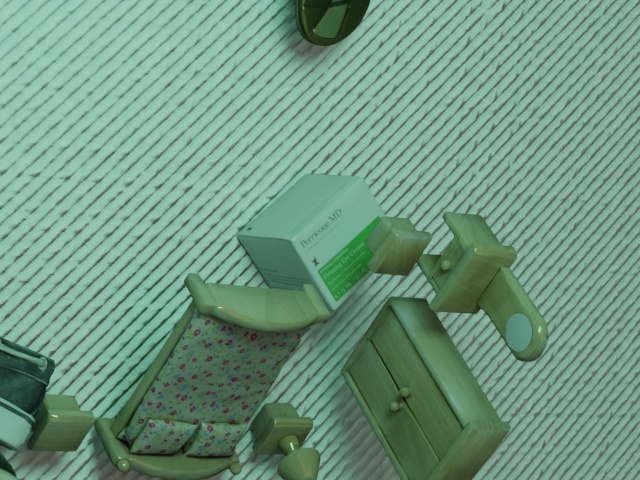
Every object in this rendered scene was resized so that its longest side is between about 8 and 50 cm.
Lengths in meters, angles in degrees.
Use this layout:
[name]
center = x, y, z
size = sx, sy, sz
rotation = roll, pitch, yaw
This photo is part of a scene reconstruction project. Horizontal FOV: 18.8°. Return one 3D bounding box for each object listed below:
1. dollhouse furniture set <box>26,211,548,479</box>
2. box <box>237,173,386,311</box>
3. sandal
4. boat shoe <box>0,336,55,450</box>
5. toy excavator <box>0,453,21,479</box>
[dollhouse furniture set]
center = -0.021, 0.125, 1.668
size = 0.355, 0.174, 0.303
rotation = 5, 130, -38
[box]
center = 0.000, 0.000, 1.811
size = 0.101, 0.102, 0.087
rotation = -42, 113, -24
[sandal]
center = -0.001, -0.286, 1.820
size = 0.090, 0.060, 0.219
rotation = 6, 76, -41
[boat shoe]
center = -0.340, 0.068, 1.578
size = 0.301, 0.108, 0.102
rotation = 34, 74, -34
[toy excavator]
center = -0.322, 0.449, 1.576
size = 0.433, 0.222, 0.445
rotation = -34, 120, -27
